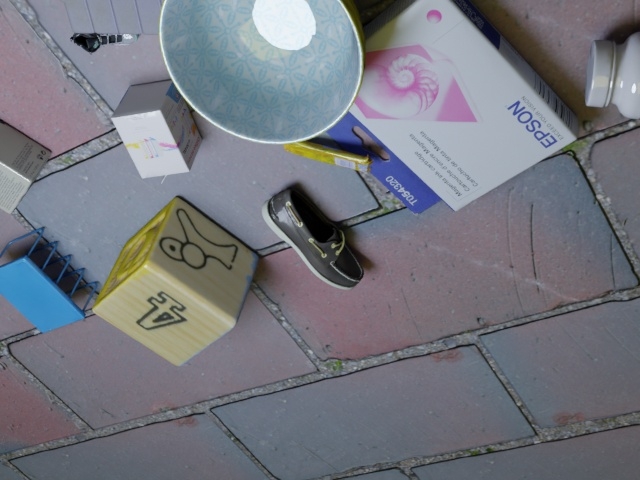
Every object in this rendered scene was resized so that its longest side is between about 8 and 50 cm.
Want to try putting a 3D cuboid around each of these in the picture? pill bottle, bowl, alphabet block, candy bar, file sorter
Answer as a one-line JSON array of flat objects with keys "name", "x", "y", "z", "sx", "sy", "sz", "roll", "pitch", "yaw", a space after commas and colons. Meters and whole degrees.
[{"name": "pill bottle", "x": 0.478, "y": -0.222, "z": 1.259, "sx": 0.216, "sy": 0.121, "sz": 0.121, "roll": 5, "pitch": 132, "yaw": 9}, {"name": "bowl", "x": -0.064, "y": -0.297, "z": 1.297, "sx": 0.290, "sy": 0.156, "sz": 0.289, "roll": 9, "pitch": 130, "yaw": 11}, {"name": "alphabet block", "x": -0.258, "y": 0.077, "z": 1.671, "sx": 0.197, "sy": 0.192, "sz": 0.193, "roll": 38, "pitch": 127, "yaw": -19}, {"name": "candy bar", "x": 0.010, "y": -0.140, "z": 1.500, "sx": 0.162, "sy": 0.018, "sz": 0.040, "roll": 15, "pitch": 151, "yaw": 15}, {"name": "file sorter", "x": -0.539, "y": 0.076, "z": 1.796, "sx": 0.118, "sy": 0.104, "sz": 0.170, "roll": -20, "pitch": 125, "yaw": 28}]

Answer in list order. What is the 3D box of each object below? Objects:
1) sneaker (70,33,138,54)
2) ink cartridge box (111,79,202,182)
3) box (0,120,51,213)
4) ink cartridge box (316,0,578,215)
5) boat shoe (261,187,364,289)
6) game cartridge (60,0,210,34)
[{"name": "sneaker", "x": -0.336, "y": -0.306, "z": 1.421, "sx": 0.098, "sy": 0.069, "sz": 0.038, "roll": 7, "pitch": 133, "yaw": 8}, {"name": "ink cartridge box", "x": -0.261, "y": -0.174, "z": 1.508, "sx": 0.090, "sy": 0.092, "sz": 0.143, "roll": -6, "pitch": 131, "yaw": 18}, {"name": "box", "x": -0.621, "y": -0.171, "z": 1.599, "sx": 0.275, "sy": 0.094, "sz": 0.113, "roll": 35, "pitch": 130, "yaw": -17}, {"name": "ink cartridge box", "x": 0.161, "y": -0.191, "z": 1.406, "sx": 0.324, "sy": 0.071, "sz": 0.330, "roll": 40, "pitch": 127, "yaw": -22}, {"name": "boat shoe", "x": 0.000, "y": 0.000, "z": 1.608, "sx": 0.228, "sy": 0.081, "sz": 0.069, "roll": 42, "pitch": 132, "yaw": -20}, {"name": "game cartridge", "x": -0.274, "y": -0.439, "z": 1.262, "sx": 0.230, "sy": 0.068, "sz": 0.355, "roll": 6, "pitch": 140, "yaw": 7}]
